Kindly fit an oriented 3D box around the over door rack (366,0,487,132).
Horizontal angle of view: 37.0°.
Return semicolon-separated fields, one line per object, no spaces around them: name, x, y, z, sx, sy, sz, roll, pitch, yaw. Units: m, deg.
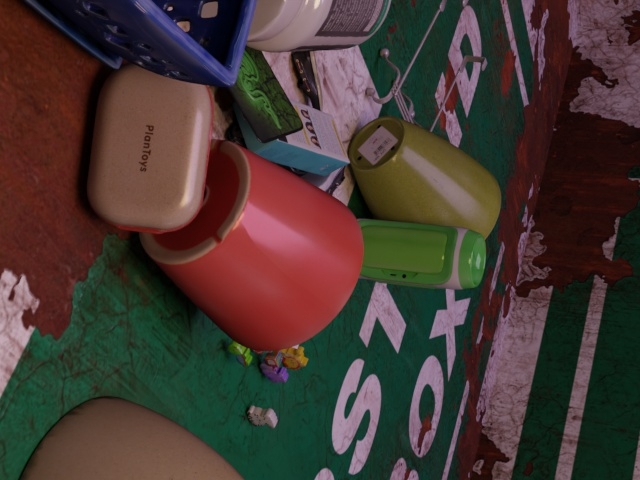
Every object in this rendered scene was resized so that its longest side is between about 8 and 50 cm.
over door rack;0.233;-0.373;2.166;0.324;0.108;0.239;-53;146;-14

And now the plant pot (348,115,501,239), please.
plant pot;0.197;-0.128;2.037;0.293;0.275;0.275;42;57;-42

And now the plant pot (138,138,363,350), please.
plant pot;-0.112;-0.006;1.385;0.243;0.275;0.275;40;58;-48

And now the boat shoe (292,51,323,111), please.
boat shoe;-0.021;-0.291;1.755;0.049;0.042;0.133;-94;172;-51

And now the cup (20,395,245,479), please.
cup;-0.213;0.387;1.259;0.331;0.237;0.331;5;90;-65

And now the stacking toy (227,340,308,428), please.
stacking toy;-0.097;0.202;1.695;0.167;0.052;0.221;-61;145;-43

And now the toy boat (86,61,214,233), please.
toy boat;-0.222;-0.124;1.279;0.151;0.151;0.231;164;-66;-84

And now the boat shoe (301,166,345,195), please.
boat shoe;-0.006;-0.099;1.793;0.228;0.080;0.076;-57;143;-57

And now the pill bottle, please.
pill bottle;-0.041;-0.397;1.491;0.361;0.204;0.204;-24;117;-63

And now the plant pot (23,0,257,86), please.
plant pot;-0.215;-0.331;1.123;0.236;0.212;0.236;37;63;-62

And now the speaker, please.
speaker;0.178;0.026;1.943;0.131;0.296;0.131;6;90;-65

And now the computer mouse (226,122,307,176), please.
computer mouse;-0.092;-0.152;1.638;0.242;0.041;0.071;16;56;-58

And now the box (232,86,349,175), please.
box;-0.045;-0.180;1.629;0.244;0.060;0.100;10;57;-59

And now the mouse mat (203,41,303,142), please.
mouse mat;-0.104;-0.245;1.508;0.189;0.007;0.152;59;31;0
